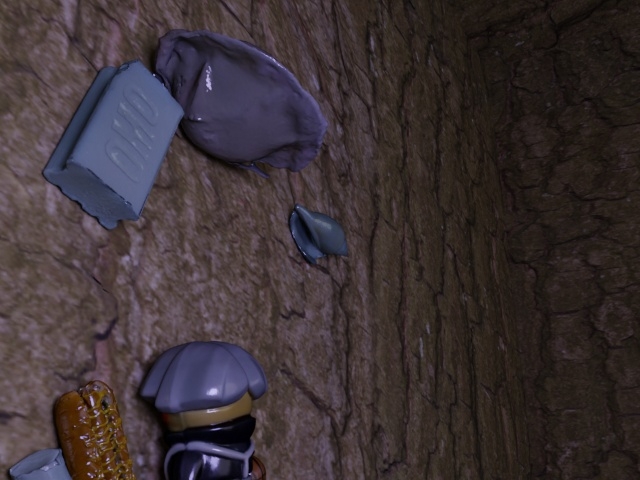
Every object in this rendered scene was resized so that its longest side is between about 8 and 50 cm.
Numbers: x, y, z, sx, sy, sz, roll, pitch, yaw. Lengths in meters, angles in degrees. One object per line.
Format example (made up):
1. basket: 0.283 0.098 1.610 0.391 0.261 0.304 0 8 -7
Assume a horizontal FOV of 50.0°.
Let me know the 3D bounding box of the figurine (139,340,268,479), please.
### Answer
1. figurine: -0.129 0.241 0.842 0.176 0.133 0.236 16 66 -68

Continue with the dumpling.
1. dumpling: -0.105 -0.217 1.010 0.293 0.205 0.163 42 31 -34

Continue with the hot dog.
1. hot dog: -0.237 0.235 0.736 0.071 0.045 0.165 -16 92 -62

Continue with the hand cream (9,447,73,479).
1. hand cream: -0.249 0.308 0.684 0.078 0.050 0.204 -27 105 -40

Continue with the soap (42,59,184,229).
1. soap: -0.249 -0.125 0.854 0.114 0.063 0.198 48 39 -39

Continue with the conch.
1. conch: -0.002 -0.005 1.260 0.180 0.088 0.065 38 3 -40
